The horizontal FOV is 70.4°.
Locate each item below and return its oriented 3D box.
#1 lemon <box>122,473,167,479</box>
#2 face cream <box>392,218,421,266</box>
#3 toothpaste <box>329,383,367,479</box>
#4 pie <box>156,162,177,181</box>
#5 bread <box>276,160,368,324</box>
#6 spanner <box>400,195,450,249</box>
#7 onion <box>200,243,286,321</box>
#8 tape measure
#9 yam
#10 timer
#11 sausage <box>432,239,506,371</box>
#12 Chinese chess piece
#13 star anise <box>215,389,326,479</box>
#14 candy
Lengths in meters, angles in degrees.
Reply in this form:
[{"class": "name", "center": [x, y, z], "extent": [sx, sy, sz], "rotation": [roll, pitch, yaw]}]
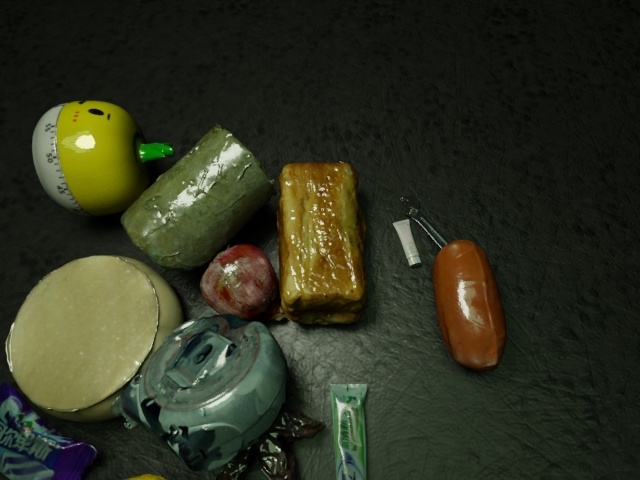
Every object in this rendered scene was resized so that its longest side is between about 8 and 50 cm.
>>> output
[{"class": "lemon", "center": [-0.321, 0.494, 0.766], "extent": [0.193, 0.180, 0.180], "rotation": [-24, 63, -30]}, {"class": "face cream", "center": [0.193, 0.004, 1.003], "extent": [0.038, 0.020, 0.115], "rotation": [-14, 63, 1]}, {"class": "toothpaste", "center": [0.055, 0.414, 0.827], "extent": [0.075, 0.048, 0.296], "rotation": [-3, 63, 6]}, {"class": "pie", "center": [-0.305, -0.099, 1.076], "extent": [0.194, 0.079, 0.163], "rotation": [27, 77, 9]}, {"class": "bread", "center": [0.003, 0.002, 0.959], "extent": [0.195, 0.148, 0.343], "rotation": [1, 65, -5]}, {"class": "spanner", "center": [0.248, -0.025, 1.014], "extent": [0.046, 0.012, 0.208], "rotation": [-33, 67, -9]}, {"class": "onion", "center": [-0.148, 0.102, 0.938], "extent": [0.195, 0.159, 0.159], "rotation": [44, 76, -4]}, {"class": "tape measure", "center": [-0.193, 0.254, 0.805], "extent": [0.256, 0.147, 0.275], "rotation": [14, 44, 38]}, {"class": "yam", "center": [-0.251, -0.073, 0.948], "extent": [0.300, 0.195, 0.195], "rotation": [-45, 68, -2]}, {"class": "timer", "center": [-0.467, -0.192, 1.043], "extent": [0.286, 0.285, 0.285], "rotation": [-3, 66, 6]}, {"class": "sausage", "center": [0.288, 0.122, 0.883], "extent": [0.133, 0.133, 0.258], "rotation": [-5, 66, 5]}, {"class": "Chinese chess piece", "center": [-0.453, 0.193, 0.933], "extent": [0.339, 0.140, 0.337], "rotation": [-3, 65, 7]}, {"class": "star anise", "center": [-0.124, 0.368, 0.840], "extent": [0.214, 0.099, 0.220], "rotation": [37, 75, 30]}, {"class": "candy", "center": [-0.573, 0.406, 0.893], "extent": [0.275, 0.070, 0.145], "rotation": [26, 80, 15]}]
